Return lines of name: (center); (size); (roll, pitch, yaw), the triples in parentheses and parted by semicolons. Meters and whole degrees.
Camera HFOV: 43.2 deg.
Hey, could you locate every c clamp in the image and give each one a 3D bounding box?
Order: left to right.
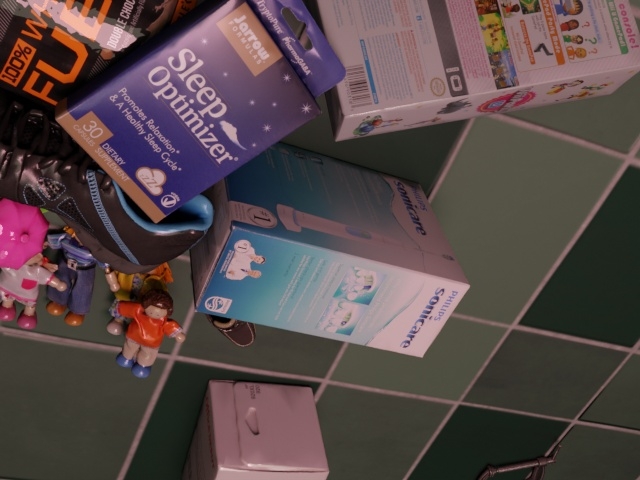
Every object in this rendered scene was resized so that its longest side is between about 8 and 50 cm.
c clamp: (0.364, 0.432, 1.510); (0.160, 0.022, 0.137); (-12, 133, -6)

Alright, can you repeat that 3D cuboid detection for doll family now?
doll family: (-0.282, 0.046, 1.023); (0.263, 0.118, 0.163); (23, 127, -6)

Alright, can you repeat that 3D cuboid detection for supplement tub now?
supplement tub: (-0.236, -0.227, 0.746); (0.338, 0.207, 0.207); (21, 119, -27)

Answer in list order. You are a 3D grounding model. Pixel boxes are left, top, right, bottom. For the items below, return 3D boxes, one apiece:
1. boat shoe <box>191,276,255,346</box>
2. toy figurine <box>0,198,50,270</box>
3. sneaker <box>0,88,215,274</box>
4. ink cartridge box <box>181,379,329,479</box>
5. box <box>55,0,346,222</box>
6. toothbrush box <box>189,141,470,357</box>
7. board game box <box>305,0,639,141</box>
boat shoe: (-0.134, 0.104, 1.122); (0.056, 0.049, 0.152); (-26, 128, 7)
toy figurine: (-0.361, -0.027, 0.900); (0.173, 0.159, 0.130); (-30, 127, 11)
sneaker: (-0.259, -0.084, 0.814); (0.341, 0.125, 0.139); (31, 147, -35)
ink cartridge box: (-0.107, 0.357, 1.244); (0.168, 0.171, 0.233); (7, 125, -18)
box: (-0.097, -0.125, 0.705); (0.225, 0.036, 0.136); (-34, 126, 7)
toothbrush box: (0.000, 0.000, 0.970); (0.295, 0.216, 0.126); (13, 123, -23)
board game box: (0.143, -0.238, 0.815); (0.303, 0.224, 0.097); (-10, 171, -5)
